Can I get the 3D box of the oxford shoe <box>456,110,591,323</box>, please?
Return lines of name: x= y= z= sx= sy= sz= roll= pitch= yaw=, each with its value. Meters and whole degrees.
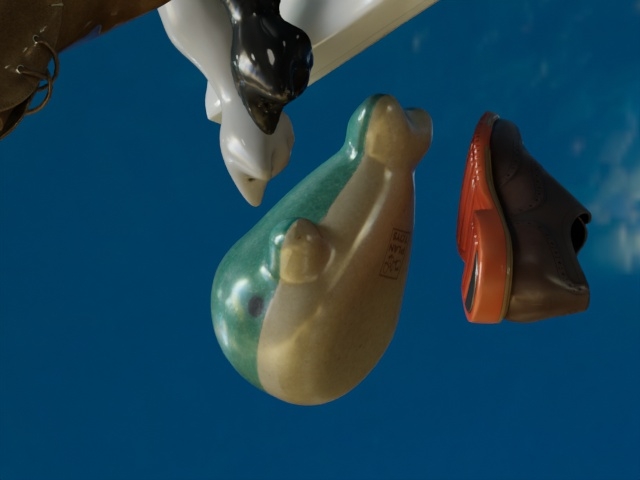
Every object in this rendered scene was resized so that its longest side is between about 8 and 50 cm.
oxford shoe: x=0.164 y=-0.016 z=1.589 sx=0.098 sy=0.271 sz=0.097 roll=6 pitch=-56 yaw=-2

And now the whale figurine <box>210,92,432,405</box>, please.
whale figurine: x=0.000 y=0.000 z=1.666 sx=0.141 sy=0.272 sz=0.216 roll=23 pitch=5 yaw=26

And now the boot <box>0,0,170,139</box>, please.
boot: x=-0.197 y=-0.119 z=1.268 sx=0.305 sy=0.115 sz=0.112 roll=-26 pitch=-29 yaw=-25

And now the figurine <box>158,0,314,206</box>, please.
figurine: x=-0.061 y=-0.151 z=1.491 sx=0.092 sy=0.209 sz=0.215 roll=-12 pitch=-22 yaw=-11

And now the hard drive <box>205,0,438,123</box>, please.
hard drive: x=0.023 y=-0.255 z=1.608 sx=0.047 sy=0.233 sz=0.353 roll=19 pitch=-27 yaw=-27
